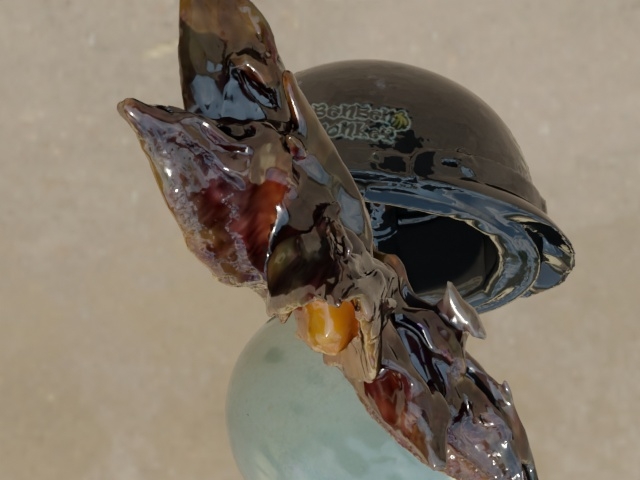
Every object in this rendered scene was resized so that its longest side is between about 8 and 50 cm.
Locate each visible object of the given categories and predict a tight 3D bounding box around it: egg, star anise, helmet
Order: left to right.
[{"bbox_3d":[-0.004,0.002,0.586,0.053,0.212,0.157,-32,170,12],"label":"star anise"},{"bbox_3d":[0.029,0.114,1.144,0.151,0.209,0.151,-13,117,-27],"label":"egg"},{"bbox_3d":[0.049,-0.048,1.414,0.279,0.160,0.230,-3,150,16],"label":"helmet"}]
